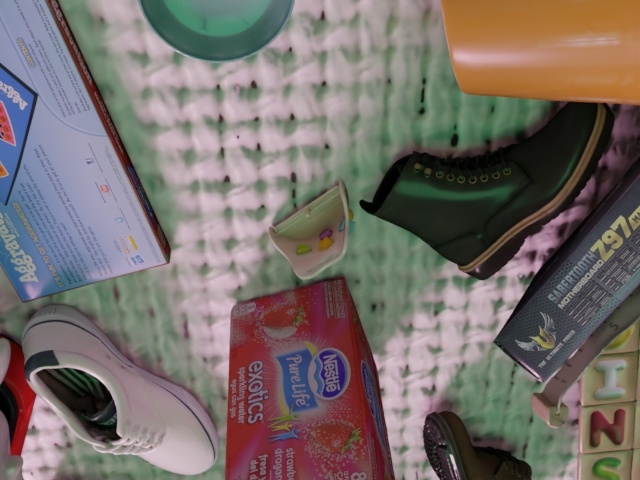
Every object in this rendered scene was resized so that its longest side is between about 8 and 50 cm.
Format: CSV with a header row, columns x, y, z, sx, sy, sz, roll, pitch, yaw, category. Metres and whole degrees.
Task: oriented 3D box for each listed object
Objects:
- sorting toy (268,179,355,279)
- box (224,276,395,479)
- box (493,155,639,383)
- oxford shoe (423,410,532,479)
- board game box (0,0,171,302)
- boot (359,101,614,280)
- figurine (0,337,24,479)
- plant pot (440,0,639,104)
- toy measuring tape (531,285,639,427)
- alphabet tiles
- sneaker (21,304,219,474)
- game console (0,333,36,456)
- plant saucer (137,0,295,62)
x,y,z,sx,sy,sz,roll,pitch,yaw,category
0.000,0.000,0.762,0.083,0.075,0.045,-33,122,17,sorting toy
-0.007,0.169,0.770,0.122,0.257,0.128,-15,125,7,box
0.253,-0.007,0.720,0.059,0.183,0.233,39,119,9,box
0.183,0.259,0.975,0.096,0.083,0.227,-34,124,-5,oxford shoe
-0.241,-0.076,0.714,0.145,0.027,0.281,-15,125,3,board game box
0.139,-0.062,0.738,0.137,0.077,0.198,26,118,-16,boot
-0.371,0.157,0.768,0.214,0.092,0.209,4,120,-6,figurine
0.184,-0.178,0.596,0.188,0.205,0.205,-6,127,18,plant pot
0.335,0.057,0.782,0.121,0.121,0.330,36,95,-27,toy measuring tape
0.410,0.157,0.894,0.285,0.011,0.343,-5,108,-2,alphabet tiles
-0.199,0.175,0.856,0.094,0.091,0.258,-34,121,18,sneaker
-0.489,0.215,0.886,0.342,0.060,0.387,16,122,-12,game console
-0.078,-0.193,0.650,0.119,0.021,0.119,-3,126,-4,plant saucer
